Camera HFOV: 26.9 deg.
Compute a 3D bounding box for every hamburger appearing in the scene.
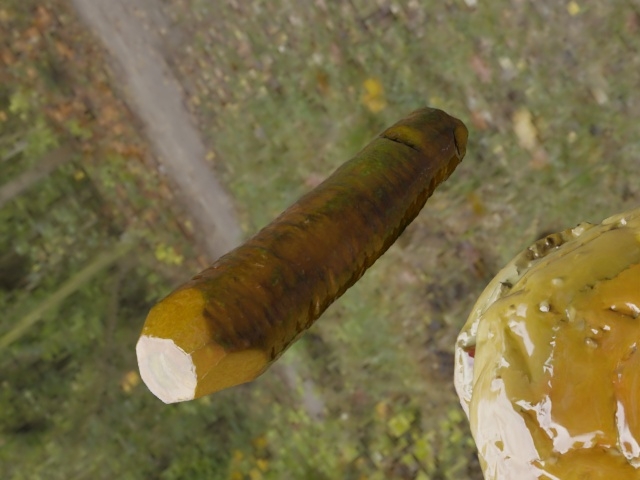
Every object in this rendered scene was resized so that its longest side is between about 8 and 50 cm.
[{"bbox_3d":[0.193,0.090,0.743,0.244,0.244,0.163,53,-175,11],"label":"hamburger"}]

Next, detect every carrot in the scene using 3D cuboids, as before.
[{"bbox_3d":[0.000,0.000,0.481,0.042,0.170,0.042,23,134,26],"label":"carrot"}]
